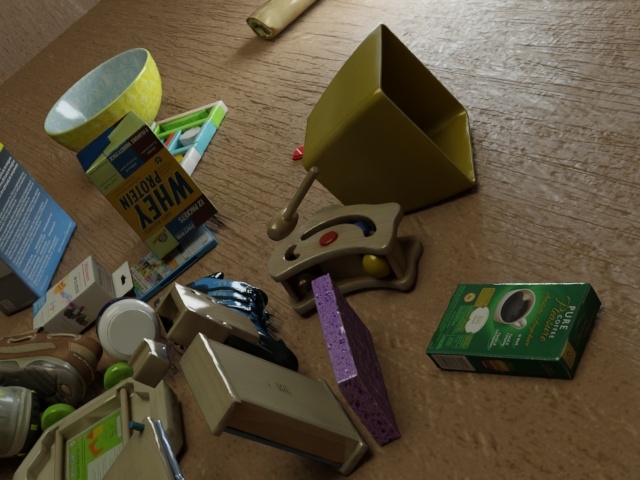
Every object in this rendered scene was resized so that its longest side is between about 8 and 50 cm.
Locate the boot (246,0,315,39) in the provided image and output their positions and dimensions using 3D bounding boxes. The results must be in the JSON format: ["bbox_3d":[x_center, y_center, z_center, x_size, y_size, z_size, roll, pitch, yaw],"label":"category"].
[{"bbox_3d":[-0.021,-0.558,2.255,0.269,0.089,0.236,-41,19,-10],"label":"boot"}]

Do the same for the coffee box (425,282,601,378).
[{"bbox_3d":[0.223,0.103,1.164,0.184,0.040,0.113,-4,44,43],"label":"coffee box"}]

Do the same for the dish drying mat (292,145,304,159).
[{"bbox_3d":[-0.013,-0.164,1.786,0.083,0.008,0.032,-11,38,36],"label":"dish drying mat"}]

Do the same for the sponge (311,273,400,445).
[{"bbox_3d":[0.040,0.140,1.221,0.031,0.117,0.210,-28,32,9],"label":"sponge"}]

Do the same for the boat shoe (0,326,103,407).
[{"bbox_3d":[-0.480,0.208,1.662,0.324,0.123,0.116,0,39,36],"label":"boat shoe"}]

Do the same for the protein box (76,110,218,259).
[{"bbox_3d":[-0.315,-0.104,1.793,0.136,0.201,0.200,-40,22,-5],"label":"protein box"}]

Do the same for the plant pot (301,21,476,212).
[{"bbox_3d":[0.090,-0.156,1.503,0.187,0.212,0.212,-36,28,27],"label":"plant pot"}]

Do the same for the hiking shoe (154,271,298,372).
[{"bbox_3d":[-0.118,0.112,1.425,0.132,0.113,0.304,-37,36,-24],"label":"hiking shoe"}]

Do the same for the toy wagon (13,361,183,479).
[{"bbox_3d":[-0.351,0.325,1.410,0.344,0.068,0.267,-33,31,7],"label":"toy wagon"}]

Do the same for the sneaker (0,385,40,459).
[{"bbox_3d":[-0.610,0.287,1.600,0.384,0.147,0.145,-21,58,37],"label":"sneaker"}]

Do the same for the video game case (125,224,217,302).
[{"bbox_3d":[-0.266,0.032,1.768,0.166,0.015,0.119,-39,32,-4],"label":"video game case"}]

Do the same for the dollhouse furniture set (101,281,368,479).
[{"bbox_3d":[-0.143,0.271,1.222,0.303,0.198,0.286,-55,34,12],"label":"dollhouse furniture set"}]

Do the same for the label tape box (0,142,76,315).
[{"bbox_3d":[-0.651,-0.056,1.958,0.105,0.334,0.241,-22,34,23],"label":"label tape box"}]

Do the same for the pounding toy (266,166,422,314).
[{"bbox_3d":[0.000,0.000,1.411,0.269,0.155,0.154,-1,41,44],"label":"pounding toy"}]

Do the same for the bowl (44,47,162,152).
[{"bbox_3d":[-0.457,-0.279,2.236,0.289,0.156,0.289,-25,33,17],"label":"bowl"}]

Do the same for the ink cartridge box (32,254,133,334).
[{"bbox_3d":[-0.424,0.099,1.777,0.181,0.061,0.104,-40,31,4],"label":"ink cartridge box"}]

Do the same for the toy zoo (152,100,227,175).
[{"bbox_3d":[-0.321,-0.169,2.076,0.192,0.030,0.293,-13,38,34],"label":"toy zoo"}]

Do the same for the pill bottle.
[{"bbox_3d":[-0.294,0.135,1.531,0.094,0.094,0.169,-44,10,-12],"label":"pill bottle"}]
